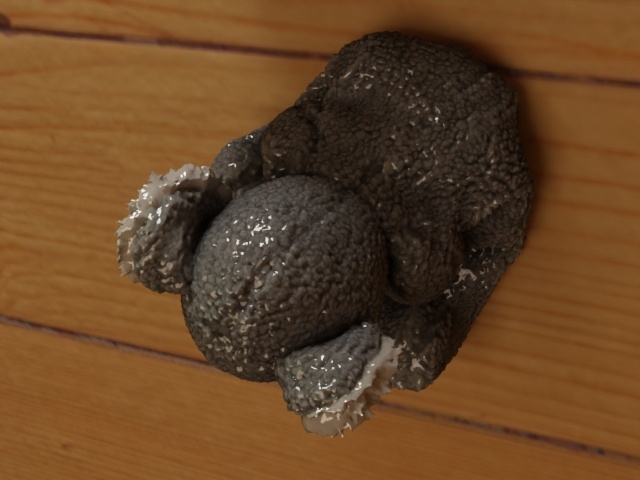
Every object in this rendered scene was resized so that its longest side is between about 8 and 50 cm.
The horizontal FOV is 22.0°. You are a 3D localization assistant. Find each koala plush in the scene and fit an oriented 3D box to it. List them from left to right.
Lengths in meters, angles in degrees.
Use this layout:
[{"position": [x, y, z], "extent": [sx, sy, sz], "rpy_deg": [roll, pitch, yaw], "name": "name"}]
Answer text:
[{"position": [0.000, 0.000, 0.918], "extent": [0.196, 0.221, 0.203], "rpy_deg": [45, 134, 8], "name": "koala plush"}]
